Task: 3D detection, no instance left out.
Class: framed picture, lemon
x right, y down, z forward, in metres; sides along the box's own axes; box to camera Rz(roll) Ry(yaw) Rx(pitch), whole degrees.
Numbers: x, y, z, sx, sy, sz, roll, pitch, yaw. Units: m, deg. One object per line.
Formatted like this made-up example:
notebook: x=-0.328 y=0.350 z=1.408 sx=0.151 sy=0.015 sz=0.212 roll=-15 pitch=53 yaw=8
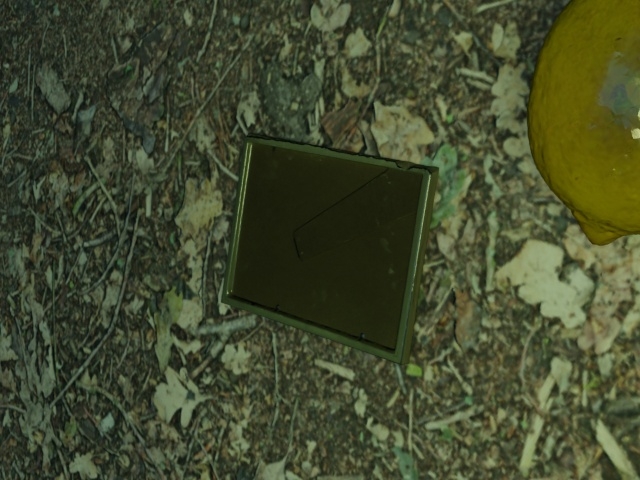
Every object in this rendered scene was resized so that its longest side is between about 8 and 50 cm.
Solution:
framed picture: x=0.000 y=0.000 z=1.176 sx=0.289 sy=0.020 sz=0.211 roll=14 pitch=100 yaw=43
lemon: x=0.259 y=-0.114 z=0.820 sx=0.188 sy=0.188 sz=0.257 roll=28 pitch=110 yaw=40
